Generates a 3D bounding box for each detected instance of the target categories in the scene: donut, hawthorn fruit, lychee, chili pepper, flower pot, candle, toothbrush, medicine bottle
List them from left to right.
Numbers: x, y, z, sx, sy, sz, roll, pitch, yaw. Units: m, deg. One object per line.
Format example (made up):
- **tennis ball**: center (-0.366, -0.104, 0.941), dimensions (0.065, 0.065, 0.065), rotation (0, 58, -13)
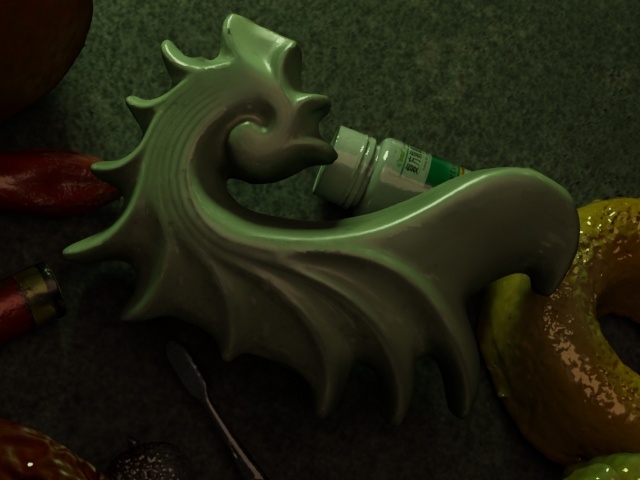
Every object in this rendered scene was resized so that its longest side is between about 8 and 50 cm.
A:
- **hawthorn fruit**: center (-0.277, -0.197, 1.141), dimensions (0.262, 0.210, 0.210), rotation (-25, 77, -44)
- **candle**: center (-0.270, 0.064, 1.131), dimensions (0.130, 0.052, 0.052), rotation (-26, 78, -19)
- **chili pepper**: center (-0.245, -0.049, 1.177), dimensions (0.191, 0.050, 0.059), rotation (2, 69, -20)
- **lychee**: center (-0.133, 0.191, 1.114), dimensions (0.067, 0.068, 0.083), rotation (-39, 85, 18)
- **toothbrush**: center (-0.037, 0.216, 1.144), dimensions (0.023, 0.031, 0.321), rotation (-35, 80, 13)
- **flower pot**: center (0.000, 0.000, 1.126), dimensions (0.367, 0.164, 0.254), rotation (28, 90, -2)
- **medicine bottle**: center (0.064, -0.046, 1.236), dimensions (0.130, 0.080, 0.080), rotation (23, 67, -5)
- **donut**: center (0.278, 0.086, 1.226), dimensions (0.277, 0.108, 0.277), rotation (4, 70, -12)

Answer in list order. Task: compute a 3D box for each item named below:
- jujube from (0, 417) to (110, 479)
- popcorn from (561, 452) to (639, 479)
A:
- **jujube**: center (-0.225, 0.219, 1.031), dimensions (0.236, 0.168, 0.168), rotation (17, 68, -11)
- **popcorn**: center (0.271, 0.294, 1.107), dimensions (0.251, 0.206, 0.237), rotation (20, 52, -19)
